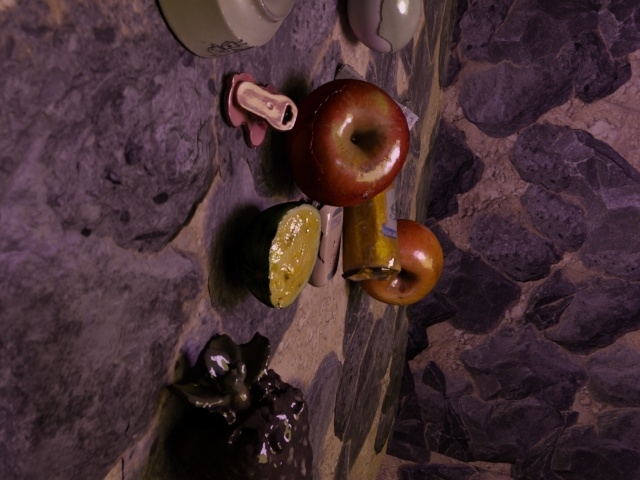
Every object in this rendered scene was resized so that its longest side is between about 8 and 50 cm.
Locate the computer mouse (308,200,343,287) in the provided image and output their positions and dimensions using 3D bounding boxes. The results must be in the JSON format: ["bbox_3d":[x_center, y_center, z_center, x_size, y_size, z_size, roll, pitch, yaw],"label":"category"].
[{"bbox_3d":[0.000,0.000,1.229,0.145,0.082,0.236,-40,136,-61],"label":"computer mouse"}]

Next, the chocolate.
[{"bbox_3d":[0.122,-0.115,1.314,0.162,0.162,0.445,34,51,-67],"label":"chocolate"}]

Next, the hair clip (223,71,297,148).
[{"bbox_3d":[-0.123,-0.236,0.871,0.138,0.102,0.123,13,86,-37],"label":"hair clip"}]

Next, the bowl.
[{"bbox_3d":[-0.115,-0.378,0.687,0.238,0.126,0.237,12,90,-67],"label":"bowl"}]

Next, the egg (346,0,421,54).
[{"bbox_3d":[0.159,-0.559,1.204,0.183,0.183,0.217,-65,147,-31],"label":"egg"}]

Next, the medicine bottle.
[{"bbox_3d":[0.150,-0.369,1.267,0.052,0.201,0.171,-55,166,17],"label":"medicine bottle"}]

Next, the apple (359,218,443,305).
[{"bbox_3d":[0.264,0.062,1.664,0.275,0.299,0.299,-91,176,-51],"label":"apple"}]

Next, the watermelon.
[{"bbox_3d":[-0.084,0.018,0.961,0.232,0.127,0.204,-51,146,-47],"label":"watermelon"}]

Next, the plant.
[{"bbox_3d":[-0.137,0.327,0.879,0.215,0.213,0.312,-37,125,-57],"label":"plant"}]

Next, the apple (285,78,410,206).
[{"bbox_3d":[0.048,-0.204,1.039,0.206,0.252,0.271,-175,-83,-69],"label":"apple"}]
